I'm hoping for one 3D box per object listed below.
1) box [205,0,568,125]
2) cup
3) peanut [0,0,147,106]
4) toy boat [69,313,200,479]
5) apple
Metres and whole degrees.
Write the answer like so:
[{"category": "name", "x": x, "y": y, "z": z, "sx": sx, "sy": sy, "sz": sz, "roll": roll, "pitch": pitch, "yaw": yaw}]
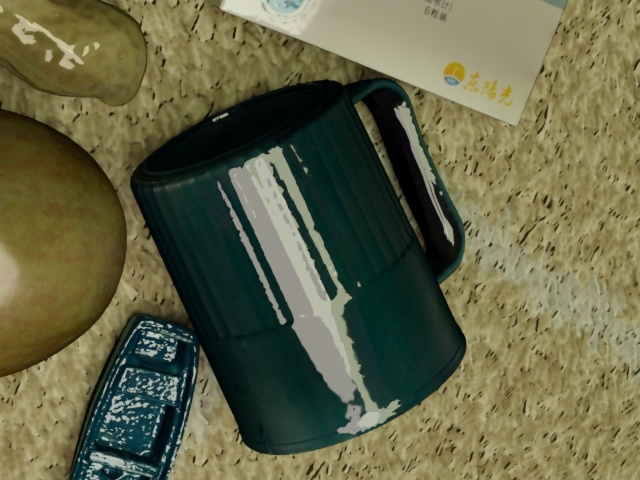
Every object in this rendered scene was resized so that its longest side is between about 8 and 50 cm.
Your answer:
[{"category": "box", "x": 0.081, "y": -0.265, "z": 1.702, "sx": 0.343, "sy": 0.065, "sz": 0.200, "roll": 20, "pitch": 95, "yaw": -20}, {"category": "cup", "x": 0.002, "y": 0.005, "z": 1.647, "sx": 0.308, "sy": 0.242, "sz": 0.292, "roll": -28, "pitch": 107, "yaw": -7}, {"category": "peanut", "x": -0.273, "y": -0.210, "z": 1.579, "sx": 0.257, "sy": 0.123, "sz": 0.123, "roll": 22, "pitch": 95, "yaw": -23}, {"category": "toy boat", "x": -0.203, "y": 0.217, "z": 1.722, "sx": 0.096, "sy": 0.062, "sz": 0.299, "roll": 18, "pitch": 95, "yaw": -21}, {"category": "apple", "x": -0.304, "y": 0.007, "z": 1.545, "sx": 0.234, "sy": 0.257, "sz": 0.257, "roll": 12, "pitch": 98, "yaw": -34}]
